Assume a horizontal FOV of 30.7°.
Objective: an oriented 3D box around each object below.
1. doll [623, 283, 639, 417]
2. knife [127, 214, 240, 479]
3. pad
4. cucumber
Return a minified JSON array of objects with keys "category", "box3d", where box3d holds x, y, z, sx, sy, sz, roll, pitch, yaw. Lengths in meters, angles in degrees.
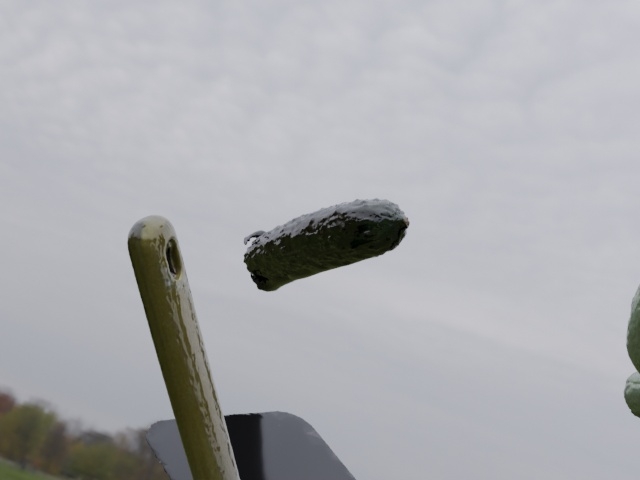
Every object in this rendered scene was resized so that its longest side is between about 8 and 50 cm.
[{"category":"doll","box3d":[0.316,0.073,1.000,0.072,0.214,0.103,-15,38,-41]},{"category":"knife","box3d":[-0.035,0.129,0.503,0.017,0.297,0.047,-9,15,13]},{"category":"pad","box3d":[0.032,0.238,0.964,0.323,0.055,0.250,24,15,-44]},{"category":"cucumber","box3d":[-0.003,0.001,1.064,0.067,0.067,0.245,26,-21,-22]}]
